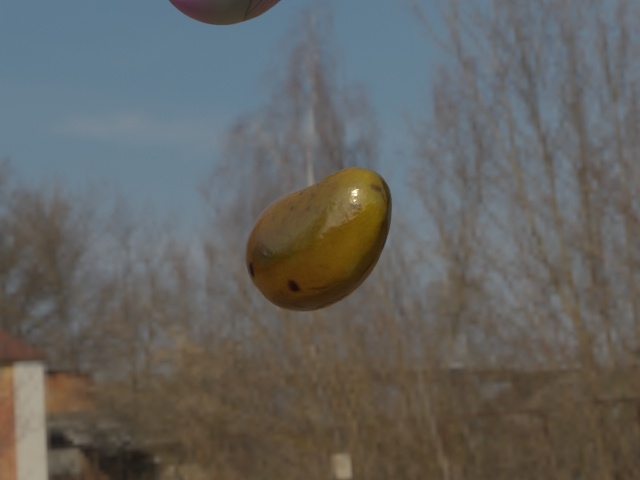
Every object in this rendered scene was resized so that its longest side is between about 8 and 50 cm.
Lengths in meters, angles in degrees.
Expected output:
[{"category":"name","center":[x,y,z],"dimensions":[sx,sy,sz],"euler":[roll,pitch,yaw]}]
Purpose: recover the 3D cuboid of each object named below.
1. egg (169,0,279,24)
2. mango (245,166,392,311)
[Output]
[{"category":"egg","center":[-0.113,-0.391,2.005],"dimensions":[0.196,0.196,0.271],"euler":[-8,7,29]},{"category":"mango","center":[-0.001,0.004,1.379],"dimensions":[0.090,0.115,0.178],"euler":[10,-23,-42]}]
